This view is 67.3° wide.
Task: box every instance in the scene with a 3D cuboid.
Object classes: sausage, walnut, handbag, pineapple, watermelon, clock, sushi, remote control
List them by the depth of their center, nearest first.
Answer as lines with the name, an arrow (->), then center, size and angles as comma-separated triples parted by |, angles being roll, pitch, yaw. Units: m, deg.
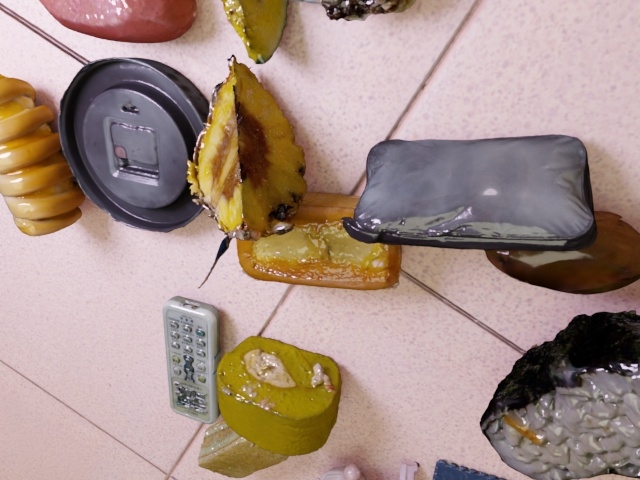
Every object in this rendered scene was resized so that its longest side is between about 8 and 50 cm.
watermelon -> -0.131, -0.405, 0.661 | 0.123, 0.129, 0.301 | -15, 127, 20
handbag -> 0.203, -0.072, 0.682 | 0.333, 0.191, 0.075 | 3, 147, 18
walnut -> 0.346, 0.012, 0.699 | 0.246, 0.137, 0.137 | 3, 116, 18
sushi -> 0.411, 0.245, 0.741 | 0.211, 0.171, 0.350 | 43, 137, 8
sausage -> -0.325, -0.383, 0.745 | 0.255, 0.148, 0.148 | 15, 120, 15
pineapple -> -0.112, -0.099, 0.762 | 0.158, 0.161, 0.334 | -32, 59, 30
clock -> -0.329, -0.171, 0.891 | 0.326, 0.067, 0.324 | 8, 118, 16
remote control -> -0.288, 0.278, 1.103 | 0.128, 0.065, 0.335 | 13, 119, 11

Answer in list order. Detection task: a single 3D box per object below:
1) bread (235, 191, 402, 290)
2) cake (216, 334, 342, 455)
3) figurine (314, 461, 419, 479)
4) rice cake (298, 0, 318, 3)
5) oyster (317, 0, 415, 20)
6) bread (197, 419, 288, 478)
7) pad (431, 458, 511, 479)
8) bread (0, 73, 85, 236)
bread -> 0.000, 0.000, 0.831 | 0.289, 0.119, 0.152 | 4, 120, 17
cake -> -0.091, 0.312, 0.983 | 0.261, 0.179, 0.156 | 12, 118, 13
figurine -> 0.095, 0.573, 1.083 | 0.257, 0.144, 0.181 | -1, 135, 18
rice cake -> -0.001, -0.434, 0.644 | 0.125, 0.038, 0.210 | 7, 116, 0
oyster -> 0.057, -0.394, 0.600 | 0.214, 0.083, 0.222 | 32, 104, -18
bread -> -0.175, 0.475, 1.123 | 0.196, 0.102, 0.138 | -34, 126, 29
pad -> 0.370, 0.611, 1.065 | 0.269, 0.012, 0.269 | 10, 118, 15
bread -> -0.555, -0.165, 0.919 | 0.121, 0.172, 0.310 | -13, 112, 2
